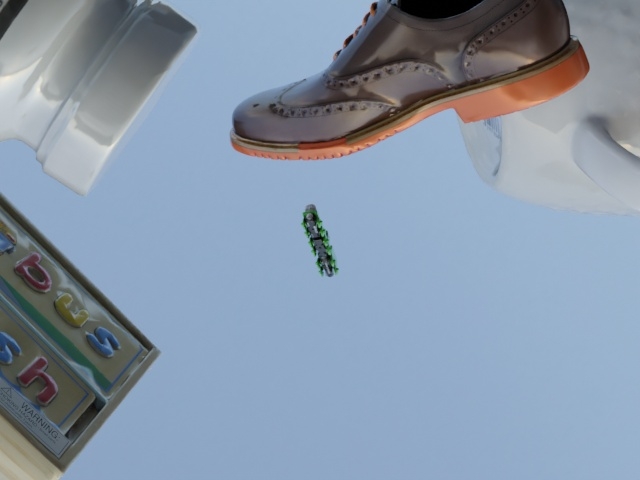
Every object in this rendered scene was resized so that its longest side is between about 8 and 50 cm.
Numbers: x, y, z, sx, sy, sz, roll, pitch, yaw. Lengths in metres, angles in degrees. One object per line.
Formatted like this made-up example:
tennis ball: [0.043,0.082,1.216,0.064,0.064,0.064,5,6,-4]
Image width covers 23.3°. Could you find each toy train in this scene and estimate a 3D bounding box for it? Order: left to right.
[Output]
toy train: [0.000,0.000,1.258,0.017,0.083,0.023,-7,-128,10]

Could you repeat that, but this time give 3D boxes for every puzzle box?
puzzle box: [-0.328,0.016,1.313,0.409,0.052,0.272,45,-160,-5]

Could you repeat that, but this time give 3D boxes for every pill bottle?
pill bottle: [-0.222,-0.159,0.951,0.278,0.162,0.162,34,-131,-6]

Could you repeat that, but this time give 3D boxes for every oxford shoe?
oxford shoe: [0.047,-0.126,1.088,0.098,0.271,0.097,66,-154,-20]

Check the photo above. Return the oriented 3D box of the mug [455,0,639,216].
mug: [0.296,-0.130,1.277,0.328,0.276,0.374,-11,-146,-7]
